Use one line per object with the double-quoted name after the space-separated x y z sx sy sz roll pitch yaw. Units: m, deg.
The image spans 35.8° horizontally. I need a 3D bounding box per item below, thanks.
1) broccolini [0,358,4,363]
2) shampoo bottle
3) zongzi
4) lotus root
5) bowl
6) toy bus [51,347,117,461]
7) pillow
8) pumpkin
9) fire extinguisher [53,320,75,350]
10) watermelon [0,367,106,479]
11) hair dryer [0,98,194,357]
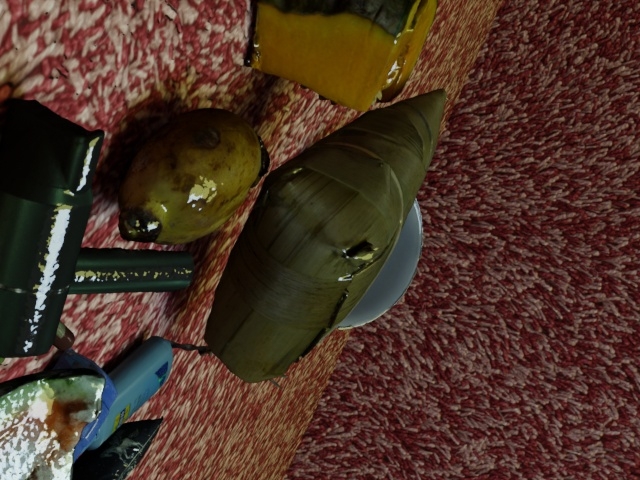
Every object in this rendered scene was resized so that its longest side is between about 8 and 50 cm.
-0.403 0.156 1.019 0.123 0.062 0.271 -57 170 7 "broccolini"
-0.311 0.241 1.469 0.258 0.061 0.104 -44 159 -56 "shampoo bottle"
0.017 0.014 1.633 0.467 0.218 0.500 -36 164 -46 "zongzi"
-0.170 -0.083 1.279 0.169 0.141 0.314 -56 173 31 "lotus root"
0.025 -0.005 2.011 0.345 0.157 0.345 -6 101 -29 "bowl"
-0.353 0.258 1.272 0.236 0.094 0.079 -59 164 -26 "toy bus"
-0.325 0.334 1.460 0.208 0.141 0.055 -50 121 -52 "pillow"
0.041 -0.335 1.526 0.256 0.225 0.303 -66 173 20 "pumpkin"
-0.332 0.092 1.201 0.049 0.035 0.173 -58 168 -16 "fire extinguisher"
-0.348 0.278 1.018 0.320 0.214 0.289 -39 180 15 "watermelon"
-0.237 -0.012 1.071 0.302 0.116 0.244 2 114 -54 "hair dryer"
